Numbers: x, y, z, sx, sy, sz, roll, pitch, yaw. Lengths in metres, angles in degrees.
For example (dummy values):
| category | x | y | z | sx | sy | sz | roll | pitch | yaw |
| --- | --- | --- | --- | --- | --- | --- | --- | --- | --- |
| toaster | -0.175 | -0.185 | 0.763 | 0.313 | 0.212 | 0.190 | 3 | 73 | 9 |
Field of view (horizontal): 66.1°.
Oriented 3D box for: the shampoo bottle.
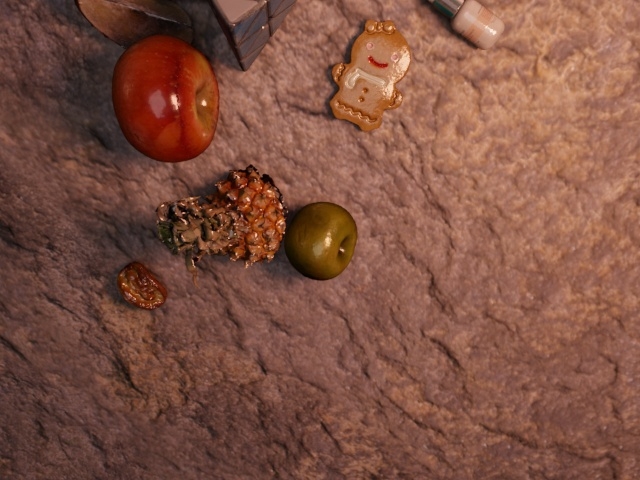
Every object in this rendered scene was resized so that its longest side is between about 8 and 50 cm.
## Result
| category | x | y | z | sx | sy | sz | roll | pitch | yaw |
| --- | --- | --- | --- | --- | --- | --- | --- | --- | --- |
| shampoo bottle | 0.315 | -0.504 | 1.094 | 0.192 | 0.074 | 0.074 | 32 | 107 | -7 |

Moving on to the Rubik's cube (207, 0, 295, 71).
| category | x | y | z | sx | sy | sz | roll | pitch | yaw |
| --- | --- | --- | --- | --- | --- | --- | --- | --- | --- |
| Rubik's cube | -0.161 | -0.504 | 1.029 | 0.233 | 0.229 | 0.228 | 12 | 97 | 40 |

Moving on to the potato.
| category | x | y | z | sx | sy | sz | roll | pitch | yaw |
| --- | --- | --- | --- | --- | --- | --- | --- | --- | --- |
| potato | -0.420 | -0.517 | 1.144 | 0.261 | 0.100 | 0.120 | 13 | 145 | -15 |

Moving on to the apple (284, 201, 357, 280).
| category | x | y | z | sx | sy | sz | roll | pitch | yaw |
| --- | --- | --- | --- | --- | --- | --- | --- | --- | --- |
| apple | 0.000 | 0.000 | 1.218 | 0.157 | 0.196 | 0.196 | 22 | 109 | 23 |

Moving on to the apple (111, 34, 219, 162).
| category | x | y | z | sx | sy | sz | roll | pitch | yaw |
| --- | --- | --- | --- | --- | --- | --- | --- | --- | --- |
| apple | -0.350 | -0.314 | 1.105 | 0.206 | 0.251 | 0.271 | 3 | 120 | 8 |

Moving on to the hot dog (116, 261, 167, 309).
| category | x | y | z | sx | sy | sz | roll | pitch | yaw |
| --- | --- | --- | --- | --- | --- | --- | --- | --- | --- |
| hot dog | -0.490 | 0.129 | 1.350 | 0.099 | 0.065 | 0.147 | -37 | 100 | 4 |

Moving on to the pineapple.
| category | x | y | z | sx | sy | sz | roll | pitch | yaw |
| --- | --- | --- | --- | --- | --- | --- | --- | --- | --- |
| pineapple | -0.252 | -0.035 | 1.139 | 0.263 | 0.272 | 0.262 | 10 | 107 | 33 |

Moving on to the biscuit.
| category | x | y | z | sx | sy | sz | roll | pitch | yaw |
| --- | --- | --- | --- | --- | --- | --- | --- | --- | --- |
| biscuit | 0.123 | -0.389 | 1.163 | 0.184 | 0.035 | 0.248 | 26 | 107 | -5 |
